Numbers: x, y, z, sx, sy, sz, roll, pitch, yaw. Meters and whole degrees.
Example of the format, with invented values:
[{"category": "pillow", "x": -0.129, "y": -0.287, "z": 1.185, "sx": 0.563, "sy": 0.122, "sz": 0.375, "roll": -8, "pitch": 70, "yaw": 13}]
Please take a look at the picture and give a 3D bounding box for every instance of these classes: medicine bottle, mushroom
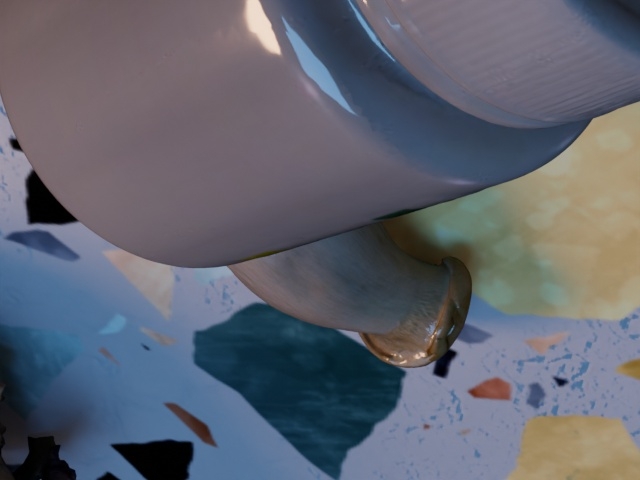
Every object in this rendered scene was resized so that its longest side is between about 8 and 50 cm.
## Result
[{"category": "medicine bottle", "x": 0.022, "y": -0.115, "z": 0.734, "sx": 0.208, "sy": 0.208, "sz": 0.340, "roll": 43, "pitch": 148, "yaw": -22}, {"category": "mushroom", "x": 0.000, "y": -0.001, "z": 1.003, "sx": 0.212, "sy": 0.088, "sz": 0.097, "roll": 37, "pitch": 103, "yaw": -24}]

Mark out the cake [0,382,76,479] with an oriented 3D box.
[{"category": "cake", "x": -0.352, "y": 0.195, "z": 1.223, "sx": 0.321, "sy": 0.332, "sz": 0.332, "roll": 13, "pitch": 148, "yaw": -38}]
